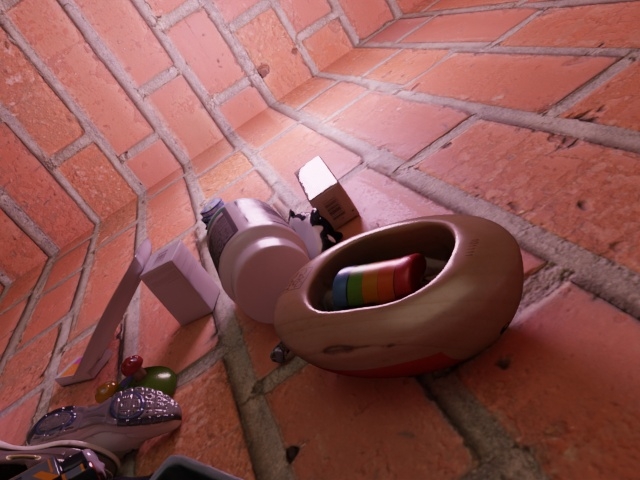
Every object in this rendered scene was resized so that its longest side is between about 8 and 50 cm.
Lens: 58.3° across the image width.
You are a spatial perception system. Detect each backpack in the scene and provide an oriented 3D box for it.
[{"bbox_3d":[-0.347,-0.092,1.949,0.114,0.084,0.105,2,45,48],"label":"backpack"}]

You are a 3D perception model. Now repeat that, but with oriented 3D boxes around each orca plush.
[{"bbox_3d":[0.000,0.000,1.396,0.287,0.102,0.151,-169,86,-70],"label":"orca plush"}]

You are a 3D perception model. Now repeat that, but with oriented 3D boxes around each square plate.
[{"bbox_3d":[-0.550,0.173,1.569,0.347,0.049,0.344,-63,15,2],"label":"square plate"}]

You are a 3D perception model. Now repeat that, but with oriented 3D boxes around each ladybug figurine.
[{"bbox_3d":[0.116,0.102,0.927,0.449,0.162,0.305,-11,34,40],"label":"ladybug figurine"}]

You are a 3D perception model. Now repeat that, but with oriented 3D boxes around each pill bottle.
[{"bbox_3d":[-0.141,0.038,1.311,0.204,0.204,0.361,-36,24,-4],"label":"pill bottle"}]

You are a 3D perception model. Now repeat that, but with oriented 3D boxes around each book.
[{"bbox_3d":[-0.649,0.348,1.580,0.144,0.035,0.096,-18,26,31],"label":"book"}]

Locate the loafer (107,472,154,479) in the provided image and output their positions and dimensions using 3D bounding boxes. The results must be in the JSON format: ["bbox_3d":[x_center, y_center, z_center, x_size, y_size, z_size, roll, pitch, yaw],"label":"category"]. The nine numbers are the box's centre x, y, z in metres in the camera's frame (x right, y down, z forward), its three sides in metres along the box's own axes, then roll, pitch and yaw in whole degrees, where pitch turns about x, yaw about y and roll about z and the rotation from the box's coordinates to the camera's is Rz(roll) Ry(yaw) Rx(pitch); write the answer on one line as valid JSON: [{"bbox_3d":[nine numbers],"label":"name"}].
[{"bbox_3d":[-0.311,0.435,0.946,0.223,0.076,0.078,-20,20,21],"label":"loafer"}]

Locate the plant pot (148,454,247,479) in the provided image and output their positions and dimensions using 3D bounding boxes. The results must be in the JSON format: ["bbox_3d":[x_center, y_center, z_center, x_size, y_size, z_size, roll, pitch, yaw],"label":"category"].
[{"bbox_3d":[-0.079,0.395,0.522,0.247,0.252,0.247,-6,35,46],"label":"plant pot"}]

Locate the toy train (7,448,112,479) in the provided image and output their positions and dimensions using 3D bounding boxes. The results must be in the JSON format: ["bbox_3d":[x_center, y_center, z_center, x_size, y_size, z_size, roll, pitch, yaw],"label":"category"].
[{"bbox_3d":[-0.466,0.439,0.850,0.334,0.142,0.190,-27,31,-26],"label":"toy train"}]

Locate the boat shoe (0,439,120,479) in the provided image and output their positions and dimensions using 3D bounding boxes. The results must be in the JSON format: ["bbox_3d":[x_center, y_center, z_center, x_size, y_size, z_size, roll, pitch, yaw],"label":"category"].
[{"bbox_3d":[-0.525,0.426,1.038,0.305,0.109,0.091,9,18,-14],"label":"boat shoe"}]

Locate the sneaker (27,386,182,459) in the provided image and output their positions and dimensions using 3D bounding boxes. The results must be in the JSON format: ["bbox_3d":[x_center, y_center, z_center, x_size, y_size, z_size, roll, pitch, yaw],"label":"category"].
[{"bbox_3d":[-0.414,0.382,1.141,0.297,0.129,0.111,-12,25,3],"label":"sneaker"}]

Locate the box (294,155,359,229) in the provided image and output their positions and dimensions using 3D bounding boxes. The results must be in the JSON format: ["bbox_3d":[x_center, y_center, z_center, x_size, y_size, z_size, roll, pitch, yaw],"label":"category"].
[{"bbox_3d":[0.011,-0.132,1.551,0.094,0.113,0.275,-34,23,3],"label":"box"}]

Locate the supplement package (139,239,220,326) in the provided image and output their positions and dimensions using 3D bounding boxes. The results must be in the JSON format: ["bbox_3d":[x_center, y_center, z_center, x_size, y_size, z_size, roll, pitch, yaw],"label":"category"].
[{"bbox_3d":[-0.357,0.110,1.473,0.105,0.179,0.105,-26,25,16],"label":"supplement package"}]

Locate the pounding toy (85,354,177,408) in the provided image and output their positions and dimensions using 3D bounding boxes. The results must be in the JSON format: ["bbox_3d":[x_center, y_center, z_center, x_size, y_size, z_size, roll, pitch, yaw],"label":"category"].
[{"bbox_3d":[-0.437,0.325,1.263,0.236,0.110,0.183,-12,32,39],"label":"pounding toy"}]

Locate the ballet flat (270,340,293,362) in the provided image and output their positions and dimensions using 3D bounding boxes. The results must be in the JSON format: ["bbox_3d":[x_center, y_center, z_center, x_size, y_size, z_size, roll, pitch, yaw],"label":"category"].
[{"bbox_3d":[-0.056,0.196,1.128,0.041,0.041,0.114,-11,34,41],"label":"ballet flat"}]
